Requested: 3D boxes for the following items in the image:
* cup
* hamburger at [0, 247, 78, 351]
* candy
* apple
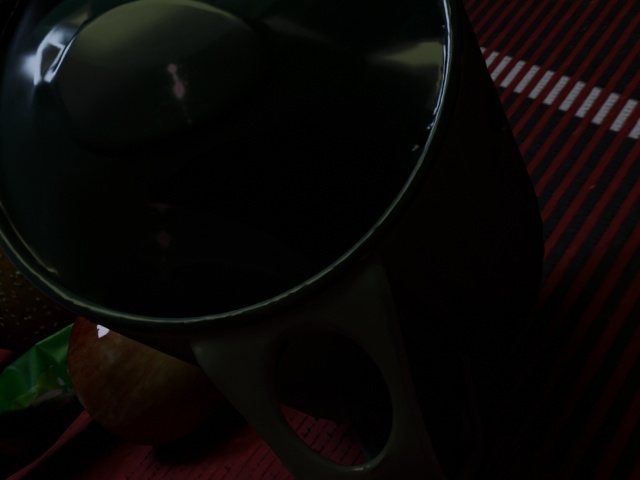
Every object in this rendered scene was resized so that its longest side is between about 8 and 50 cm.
[{"bbox_3d":[-0.023,-0.004,1.257,0.310,0.392,0.401,4,73,21],"label":"cup"},{"bbox_3d":[-0.290,0.022,1.931,0.215,0.189,0.122,-14,32,33],"label":"hamburger"},{"bbox_3d":[-0.230,0.127,1.645,0.203,0.078,0.141,-38,-8,-34],"label":"candy"},{"bbox_3d":[-0.131,0.094,1.556,0.146,0.146,0.131,-44,6,-38],"label":"apple"}]
